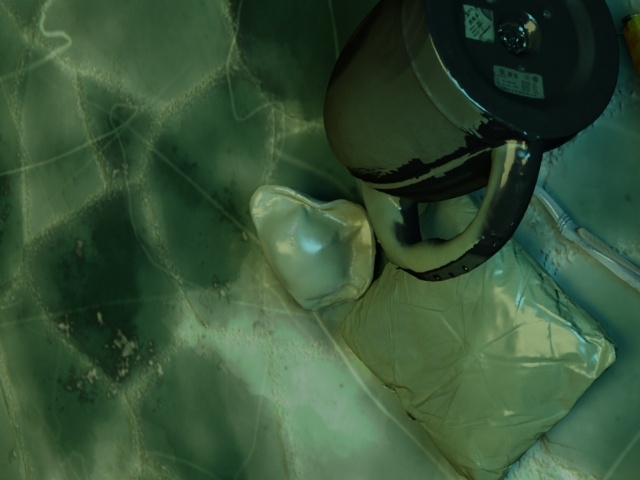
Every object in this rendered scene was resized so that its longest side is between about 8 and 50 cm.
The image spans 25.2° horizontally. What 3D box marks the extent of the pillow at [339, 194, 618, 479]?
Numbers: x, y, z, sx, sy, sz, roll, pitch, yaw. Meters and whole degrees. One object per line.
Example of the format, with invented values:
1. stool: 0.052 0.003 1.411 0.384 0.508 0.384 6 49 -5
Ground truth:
1. pillow: 0.164 0.117 1.622 0.280 0.076 0.274 49 126 20

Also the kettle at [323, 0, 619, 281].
1. kettle: 0.128 -0.118 1.488 0.324 0.228 0.320 -31 62 58

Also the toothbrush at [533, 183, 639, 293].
1. toothbrush: 0.299 0.012 1.523 0.375 0.028 0.037 40 127 25

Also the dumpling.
1. dumpling: -0.001 -0.001 1.713 0.134 0.100 0.169 -23 88 24

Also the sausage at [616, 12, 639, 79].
1. sausage: 0.373 -0.057 1.354 0.082 0.082 0.371 -32 64 38
